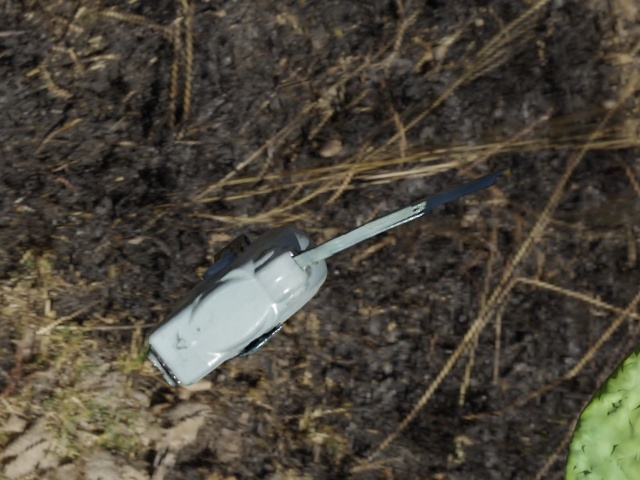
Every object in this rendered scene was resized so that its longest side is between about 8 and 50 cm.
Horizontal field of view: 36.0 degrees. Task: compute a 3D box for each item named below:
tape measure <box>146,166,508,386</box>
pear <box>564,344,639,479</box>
[{"bbox_3d":[-0.001,-0.001,0.860,0.330,0.164,0.084,-36,101,8],"label":"tape measure"},{"bbox_3d":[0.267,0.161,0.577,0.139,0.239,0.288,5,116,-61],"label":"pear"}]
